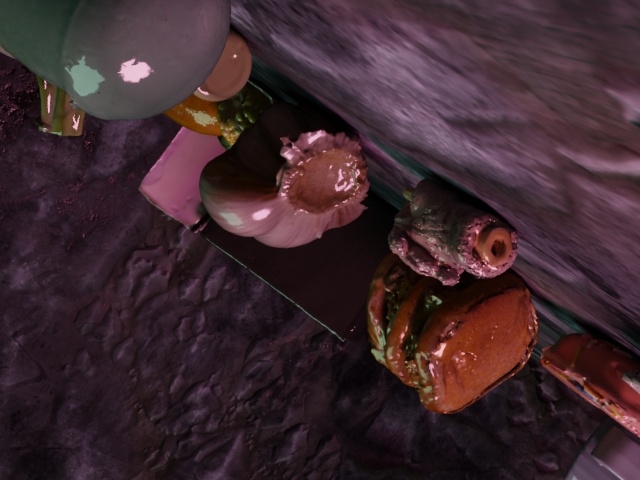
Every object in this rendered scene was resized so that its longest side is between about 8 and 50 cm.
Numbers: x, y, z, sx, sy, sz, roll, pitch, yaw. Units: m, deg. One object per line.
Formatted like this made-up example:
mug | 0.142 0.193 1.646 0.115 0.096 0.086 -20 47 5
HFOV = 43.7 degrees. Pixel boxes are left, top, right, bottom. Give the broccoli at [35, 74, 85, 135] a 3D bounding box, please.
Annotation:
broccoli | -0.405 -0.323 1.361 0.288 0.236 0.259 -128 21 -57

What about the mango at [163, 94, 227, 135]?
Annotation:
mango | -0.207 -0.233 1.194 0.227 0.109 0.147 36 155 31

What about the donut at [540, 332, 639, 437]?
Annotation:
donut | 0.406 0.199 1.100 0.199 0.085 0.233 36 -179 -28

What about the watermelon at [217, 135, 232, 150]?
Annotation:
watermelon | -0.111 -0.178 1.260 0.109 0.109 0.109 36 180 0

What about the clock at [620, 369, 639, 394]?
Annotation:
clock | 0.433 0.200 0.846 0.236 0.053 0.236 38 -179 -1

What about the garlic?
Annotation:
garlic | -0.042 -0.116 0.940 0.207 0.207 0.256 -142 34 -77

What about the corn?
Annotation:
corn | -0.047 -0.132 1.157 0.244 0.093 0.093 35 -179 -41

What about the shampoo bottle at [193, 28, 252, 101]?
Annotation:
shampoo bottle | -0.144 -0.208 0.870 0.079 0.079 0.162 36 180 -42

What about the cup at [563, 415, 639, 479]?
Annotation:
cup | 0.545 0.423 1.225 0.331 0.256 0.311 -3 -148 -44

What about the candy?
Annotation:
candy | -0.220 -0.156 1.556 0.156 0.265 0.116 36 -176 0

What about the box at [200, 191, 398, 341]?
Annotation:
box | 0.000 0.000 1.529 0.345 0.251 0.204 37 180 13

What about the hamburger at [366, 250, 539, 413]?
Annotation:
hamburger | 0.190 0.124 1.187 0.261 0.245 0.211 7 -160 -45

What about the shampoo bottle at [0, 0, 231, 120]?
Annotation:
shampoo bottle | -0.216 -0.217 0.562 0.350 0.151 0.222 36 178 11

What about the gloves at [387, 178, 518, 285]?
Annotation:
gloves | 0.131 -0.003 0.819 0.111 0.094 0.144 25 175 -14
